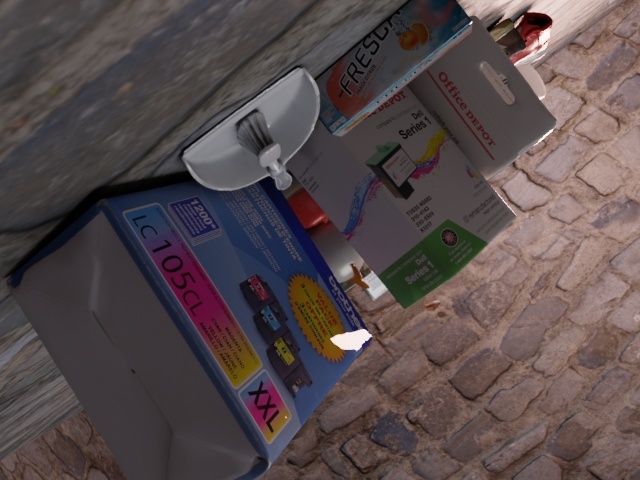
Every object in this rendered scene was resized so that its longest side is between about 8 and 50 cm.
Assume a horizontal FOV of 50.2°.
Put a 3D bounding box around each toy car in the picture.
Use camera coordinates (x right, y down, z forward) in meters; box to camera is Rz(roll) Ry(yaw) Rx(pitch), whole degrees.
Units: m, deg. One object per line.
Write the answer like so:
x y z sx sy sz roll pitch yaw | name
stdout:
0.000 0.000 1.218 0.219 0.238 0.210 -36 178 -14 | toy car

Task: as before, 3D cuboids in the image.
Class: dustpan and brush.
-0.056 -0.091 0.727 0.147 0.060 0.211 -37 178 -2 | dustpan and brush

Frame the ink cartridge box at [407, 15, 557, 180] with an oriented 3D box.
0.211 -0.183 1.081 0.119 0.207 0.353 -34 177 -38 | ink cartridge box

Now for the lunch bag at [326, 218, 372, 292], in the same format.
-0.035 0.044 1.619 0.169 0.235 0.287 -31 174 -46 | lunch bag

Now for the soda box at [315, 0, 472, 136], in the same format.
0.070 -0.188 0.723 0.183 0.058 0.063 -38 177 13 | soda box

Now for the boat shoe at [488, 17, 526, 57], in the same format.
0.278 -0.309 1.251 0.080 0.073 0.223 -35 177 -45 | boat shoe

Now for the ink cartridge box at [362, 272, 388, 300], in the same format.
0.148 -0.043 1.797 0.272 0.309 0.130 -37 134 -3 | ink cartridge box

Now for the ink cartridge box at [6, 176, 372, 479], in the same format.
-0.098 0.072 0.759 0.151 0.269 0.395 -32 180 21 | ink cartridge box

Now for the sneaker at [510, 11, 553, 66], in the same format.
0.363 -0.382 1.356 0.221 0.087 0.128 -36 160 -8 | sneaker

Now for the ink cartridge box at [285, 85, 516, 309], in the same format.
0.116 -0.075 0.984 0.201 0.278 0.117 -35 174 -42 | ink cartridge box

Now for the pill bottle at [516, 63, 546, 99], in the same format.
0.483 -0.376 1.936 0.283 0.161 0.161 -38 177 42 | pill bottle
